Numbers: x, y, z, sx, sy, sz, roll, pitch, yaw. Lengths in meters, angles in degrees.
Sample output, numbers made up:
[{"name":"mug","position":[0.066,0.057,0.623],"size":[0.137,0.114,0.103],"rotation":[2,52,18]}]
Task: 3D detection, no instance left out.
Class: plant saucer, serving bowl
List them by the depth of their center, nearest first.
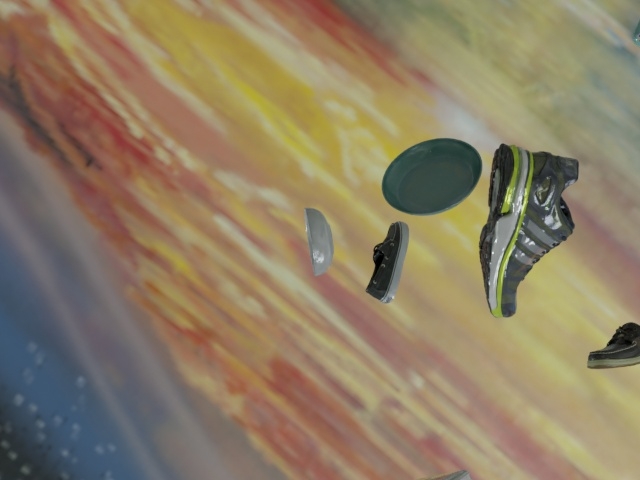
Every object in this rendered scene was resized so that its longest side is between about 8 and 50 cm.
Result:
[{"name":"plant saucer","position":[0.130,-0.068,1.639],"size":[0.119,0.119,0.021],"rotation":[57,174,47]},{"name":"serving bowl","position":[0.000,0.000,1.715],"size":[0.027,0.083,0.083],"rotation":[-9,-153,-4]}]

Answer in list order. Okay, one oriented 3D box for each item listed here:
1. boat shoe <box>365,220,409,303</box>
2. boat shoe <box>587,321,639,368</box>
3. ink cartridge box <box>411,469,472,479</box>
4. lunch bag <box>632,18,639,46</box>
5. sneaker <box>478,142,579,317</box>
[{"name":"boat shoe","position":[0.094,0.025,2.023],"size":[0.040,0.049,0.142],"rotation":[24,-130,-13]},{"name":"boat shoe","position":[0.364,0.121,1.685],"size":[0.152,0.056,0.049],"rotation":[-8,-91,-44]},{"name":"ink cartridge box","position":[0.136,0.463,1.869],"size":[0.066,0.261,0.296],"rotation":[-25,-88,-48]},{"name":"lunch bag","position":[0.576,-0.268,1.822],"size":[0.262,0.160,0.223],"rotation":[26,169,-21]},{"name":"sneaker","position":[0.296,-0.003,2.035],"size":[0.121,0.300,0.111],"rotation":[2,-137,-3]}]
